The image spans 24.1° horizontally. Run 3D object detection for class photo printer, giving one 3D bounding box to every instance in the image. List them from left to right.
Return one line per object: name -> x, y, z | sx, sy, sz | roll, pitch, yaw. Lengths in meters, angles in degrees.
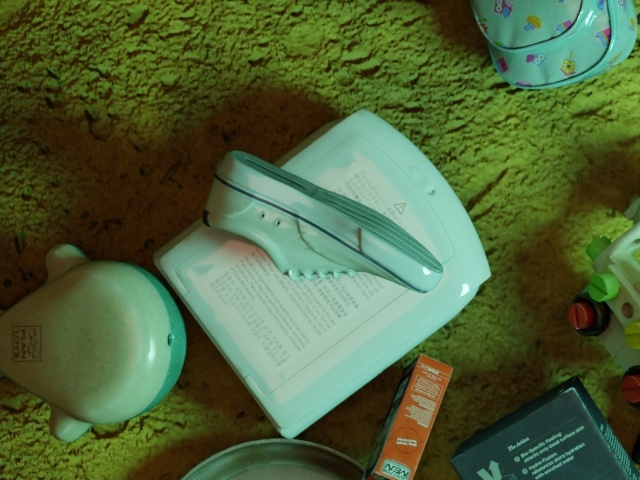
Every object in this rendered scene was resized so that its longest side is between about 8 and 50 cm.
photo printer -> 0.011, 0.025, 1.629 | 0.307, 0.107, 0.256 | -38, 86, 1

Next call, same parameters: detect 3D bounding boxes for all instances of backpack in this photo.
backpack -> 0.246, -0.256, 1.604 | 0.166, 0.144, 0.188 | -16, 97, 29

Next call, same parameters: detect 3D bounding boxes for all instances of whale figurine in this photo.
whale figurine -> -0.269, 0.111, 1.646 | 0.272, 0.141, 0.216 | -5, 87, 27

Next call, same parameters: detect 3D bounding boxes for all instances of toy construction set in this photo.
toy construction set -> 0.378, 0.062, 1.548 | 0.151, 0.215, 0.327 | 6, 44, -26

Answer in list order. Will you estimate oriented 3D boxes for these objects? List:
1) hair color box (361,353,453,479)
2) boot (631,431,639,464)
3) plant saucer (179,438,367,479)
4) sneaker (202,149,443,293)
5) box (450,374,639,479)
hair color box -> 0.093, 0.200, 1.613 | 0.043, 0.072, 0.141 | 23, 68, -3
boot -> 0.453, 0.173, 1.613 | 0.176, 0.088, 0.244 | 37, 94, 5
plant saucer -> -0.044, 0.371, 1.648 | 0.310, 0.050, 0.310 | 0, 89, 3
sneaker -> 0.000, 0.000, 1.542 | 0.258, 0.094, 0.091 | 28, 107, 8
box -> 0.249, 0.254, 1.602 | 0.156, 0.093, 0.158 | -33, 87, 13
